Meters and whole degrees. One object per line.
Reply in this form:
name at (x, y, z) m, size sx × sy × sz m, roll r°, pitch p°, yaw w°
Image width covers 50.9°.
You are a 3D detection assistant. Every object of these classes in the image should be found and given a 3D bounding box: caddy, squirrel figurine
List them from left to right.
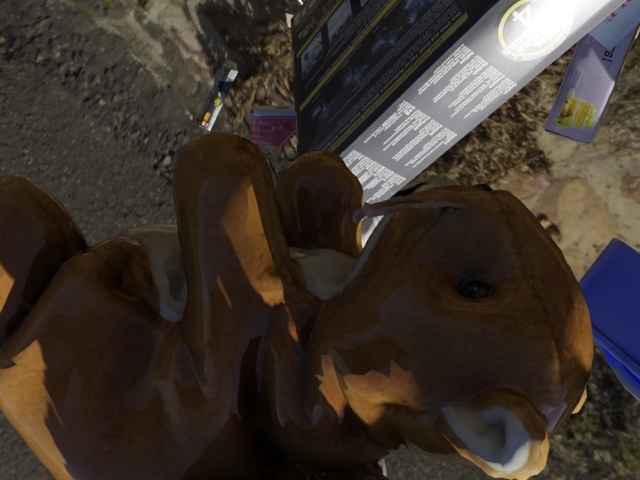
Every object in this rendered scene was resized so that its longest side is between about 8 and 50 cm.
squirrel figurine at (-0.011, 0.125, 0.466) m, size 0.370 × 0.281 × 0.397 m, roll 1°, pitch 83°, yaw 24°
caddy at (0.494, 0.148, 0.949) m, size 0.241 × 0.341 × 0.179 m, roll 24°, pitch 106°, yaw -26°

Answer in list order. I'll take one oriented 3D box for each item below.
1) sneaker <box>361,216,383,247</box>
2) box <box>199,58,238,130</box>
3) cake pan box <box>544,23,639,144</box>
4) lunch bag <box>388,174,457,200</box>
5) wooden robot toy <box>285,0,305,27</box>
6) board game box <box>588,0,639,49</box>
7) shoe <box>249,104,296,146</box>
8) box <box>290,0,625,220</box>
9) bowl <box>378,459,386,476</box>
sneaker at (-0.035, 0.028, 1.036) m, size 0.292 × 0.118 × 0.110 m, roll -30°, pitch 109°, yaw 32°
box at (-0.214, -0.305, 1.403) m, size 0.027 × 0.094 × 0.137 m, roll 24°, pitch 108°, yaw -18°
cake pan box at (0.398, -0.258, 0.951) m, size 0.070 × 0.267 × 0.246 m, roll 25°, pitch 105°, yaw 18°
lunch bag at (0.156, 0.027, 1.218) m, size 0.305 × 0.212 × 0.256 m, roll -17°, pitch 82°, yaw -29°
wooden robot toy at (-0.009, -0.408, 1.158) m, size 0.076 × 0.173 × 0.079 m, roll 6°, pitch 145°, yaw 11°
board game box at (0.376, -0.419, 0.734) m, size 0.066 × 0.318 × 0.319 m, roll 25°, pitch 129°, yaw -22°
shoe at (-0.067, -0.252, 1.476) m, size 0.178 × 0.063 × 0.081 m, roll -3°, pitch 115°, yaw -14°
box at (0.119, -0.256, 0.675) m, size 0.097 × 0.318 × 0.395 m, roll 25°, pitch 131°, yaw -29°
bowl at (0.046, 0.400, 1.065) m, size 0.142 × 0.142 × 0.053 m, roll -29°, pitch 94°, yaw 7°
